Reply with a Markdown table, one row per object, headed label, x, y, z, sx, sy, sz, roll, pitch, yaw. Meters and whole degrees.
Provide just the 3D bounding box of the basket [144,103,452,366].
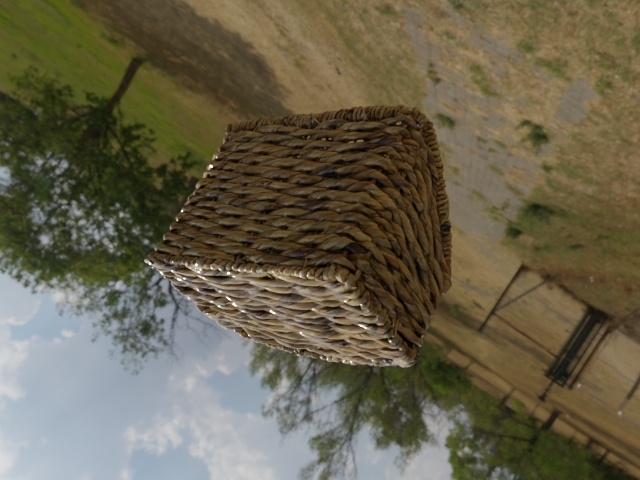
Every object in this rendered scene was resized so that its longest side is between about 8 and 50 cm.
| label | x | y | z | sx | sy | sz | roll | pitch | yaw |
| --- | --- | --- | --- | --- | --- | --- | --- | --- | --- |
| basket | 0.000 | 0.000 | 0.678 | 0.299 | 0.223 | 0.213 | 2 | 145 | 38 |
